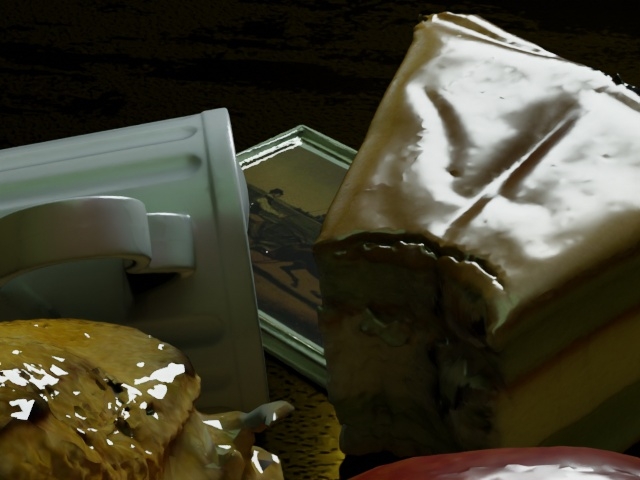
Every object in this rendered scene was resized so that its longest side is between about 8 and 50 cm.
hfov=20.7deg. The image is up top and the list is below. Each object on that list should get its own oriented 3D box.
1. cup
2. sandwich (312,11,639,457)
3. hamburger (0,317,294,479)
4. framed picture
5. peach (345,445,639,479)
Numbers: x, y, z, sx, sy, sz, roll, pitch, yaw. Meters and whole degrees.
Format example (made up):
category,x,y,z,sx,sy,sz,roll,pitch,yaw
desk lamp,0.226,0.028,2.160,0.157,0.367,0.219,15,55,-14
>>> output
category,x,y,z,sx,sy,sz,roll,pitch,yaw
cup,-0.133,0.010,0.882,0.202,0.221,0.167,-8,50,-4
sandwich,0.071,0.009,0.906,0.198,0.155,0.227,-28,44,-27
hamburger,-0.171,0.124,0.684,0.314,0.170,0.290,-10,11,18
framed picture,0.000,0.000,1.078,0.197,0.014,0.252,-26,39,-35
peach,0.055,0.203,0.536,0.281,0.238,0.281,7,53,-9
